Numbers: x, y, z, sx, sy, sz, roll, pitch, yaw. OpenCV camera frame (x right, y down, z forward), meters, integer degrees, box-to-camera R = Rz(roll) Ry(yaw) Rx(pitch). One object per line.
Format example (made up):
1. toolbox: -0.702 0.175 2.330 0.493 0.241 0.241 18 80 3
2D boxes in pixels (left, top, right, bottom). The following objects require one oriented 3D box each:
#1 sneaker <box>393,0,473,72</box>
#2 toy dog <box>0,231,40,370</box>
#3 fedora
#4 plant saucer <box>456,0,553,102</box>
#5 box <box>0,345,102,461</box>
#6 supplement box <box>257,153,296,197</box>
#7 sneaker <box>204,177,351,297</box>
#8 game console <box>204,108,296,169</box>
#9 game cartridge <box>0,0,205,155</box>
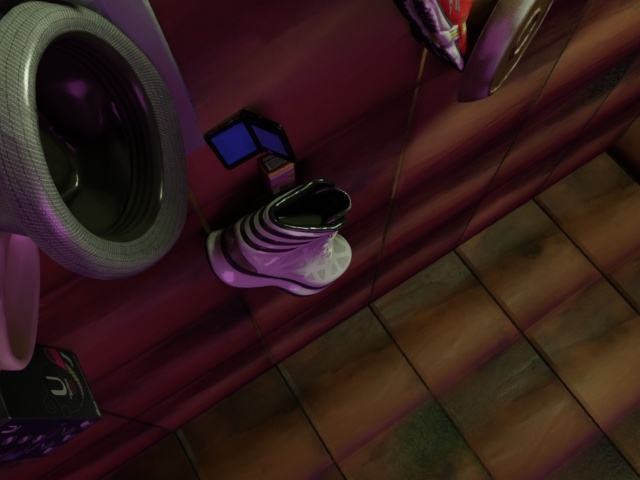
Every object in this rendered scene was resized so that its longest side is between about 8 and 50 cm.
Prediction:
1. sneaker: 0.210 -0.361 0.854 0.118 0.107 0.279 -50 160 11
2. toy dog: -0.482 0.114 0.427 0.407 0.396 0.284 -7 171 -5
3. fedora: -0.237 -0.082 0.496 0.124 0.244 0.275 -6 -173 9
4. plant saucer: 0.345 -0.376 0.953 0.311 0.050 0.311 -50 164 -20
5. box: -0.556 0.294 0.986 0.143 0.165 0.270 -35 160 -2
6. supplement box: -0.079 -0.124 0.993 0.055 0.043 0.083 -30 159 -14
7. sneaker: 0.000 0.001 1.142 0.257 0.169 0.447 -28 164 30
8. game console: -0.108 -0.147 0.865 0.071 0.107 0.122 -62 164 -12
9. game cartridge: -0.269 -0.165 0.584 0.230 0.068 0.355 -36 160 -11
